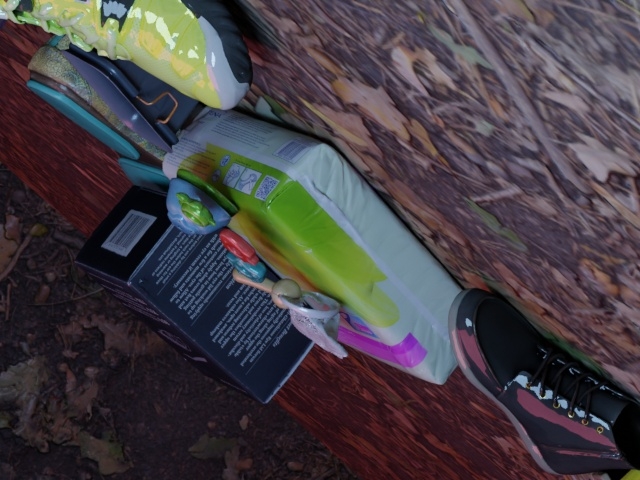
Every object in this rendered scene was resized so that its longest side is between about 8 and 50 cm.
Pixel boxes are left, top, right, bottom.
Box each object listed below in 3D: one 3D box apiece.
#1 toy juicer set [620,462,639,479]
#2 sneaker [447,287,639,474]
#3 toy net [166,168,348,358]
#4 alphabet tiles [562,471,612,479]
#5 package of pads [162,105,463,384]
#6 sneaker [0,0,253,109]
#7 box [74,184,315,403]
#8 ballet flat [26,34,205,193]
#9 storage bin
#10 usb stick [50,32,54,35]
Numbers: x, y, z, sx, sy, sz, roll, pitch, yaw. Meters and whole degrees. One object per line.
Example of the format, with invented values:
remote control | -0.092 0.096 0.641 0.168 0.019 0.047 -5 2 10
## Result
toy juicer set | 0.408 0.286 1.546 0.209 0.089 0.329 43 169 -16
sneaker | 0.217 0.126 1.636 0.118 0.083 0.222 -9 126 52
toy net | -0.047 0.022 1.628 0.232 0.045 0.122 41 165 -14
alphabet tiles | 0.344 0.344 1.919 0.342 0.011 0.285 57 176 3
package of pads | 0.000 0.000 1.749 0.296 0.101 0.229 47 166 -33
sneaker | -0.225 -0.222 1.467 0.385 0.147 0.145 38 168 3
box | -0.122 0.054 1.797 0.207 0.108 0.153 44 167 -27
ballet flat | -0.170 -0.116 1.823 0.123 0.123 0.348 32 170 38
storage bin | -0.158 -0.160 1.650 0.098 0.091 0.135 31 167 41
usb stick | -0.302 -0.264 1.852 0.278 0.045 0.077 40 162 2
